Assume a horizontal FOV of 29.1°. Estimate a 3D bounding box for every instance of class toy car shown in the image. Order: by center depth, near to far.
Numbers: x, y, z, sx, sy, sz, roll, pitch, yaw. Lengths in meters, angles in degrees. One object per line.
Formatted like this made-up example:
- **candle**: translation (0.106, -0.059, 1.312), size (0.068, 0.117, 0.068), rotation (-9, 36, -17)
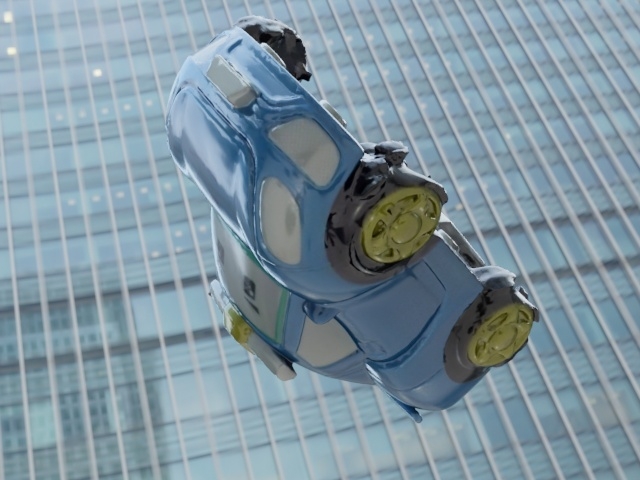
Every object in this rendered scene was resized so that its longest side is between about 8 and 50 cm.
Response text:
- **toy car**: translation (0.000, 0.000, 0.784), size (0.166, 0.198, 0.314), rotation (-44, -39, 1)
